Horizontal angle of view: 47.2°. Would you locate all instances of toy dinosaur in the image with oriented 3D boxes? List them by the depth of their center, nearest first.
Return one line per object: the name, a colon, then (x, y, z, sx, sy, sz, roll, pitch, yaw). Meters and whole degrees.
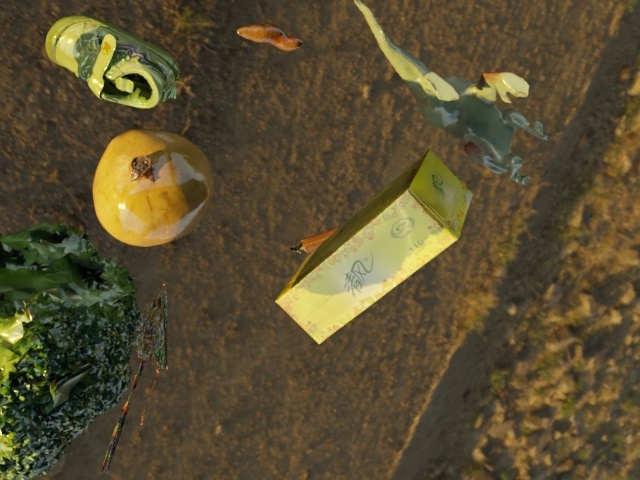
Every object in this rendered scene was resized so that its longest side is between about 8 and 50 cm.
toy dinosaur: (0.114, -0.132, 0.677, 0.242, 0.167, 0.053, 31, 85, -14)

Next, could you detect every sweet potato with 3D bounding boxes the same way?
sweet potato: (-0.133, -0.562, 2.008, 0.202, 0.055, 0.058, 7, 129, -26)

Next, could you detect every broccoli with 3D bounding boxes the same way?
broccoli: (-0.191, 0.069, 0.429, 0.195, 0.195, 0.156, -46, 130, -9)

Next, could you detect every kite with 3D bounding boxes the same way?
kite: (-0.229, 0.169, 0.920, 0.198, 0.006, 0.244, 76, 26, -68)

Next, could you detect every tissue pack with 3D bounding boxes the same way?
tissue pack: (0.047, 0.006, 0.658, 0.176, 0.062, 0.095, -40, -172, 32)

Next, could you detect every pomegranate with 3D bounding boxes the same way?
pomegranate: (-0.259, -0.080, 1.133, 0.191, 0.191, 0.191, -29, 139, -29)

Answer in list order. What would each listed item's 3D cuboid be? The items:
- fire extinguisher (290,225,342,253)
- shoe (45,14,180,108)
fire extinguisher: (0.000, 0.000, 0.994, 0.083, 0.022, 0.028, -17, 166, 14)
shoe: (-0.401, -0.350, 1.426, 0.262, 0.128, 0.140, 17, 123, -18)
